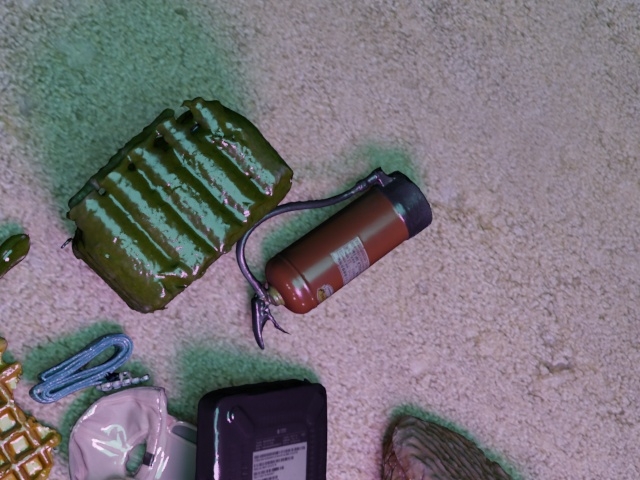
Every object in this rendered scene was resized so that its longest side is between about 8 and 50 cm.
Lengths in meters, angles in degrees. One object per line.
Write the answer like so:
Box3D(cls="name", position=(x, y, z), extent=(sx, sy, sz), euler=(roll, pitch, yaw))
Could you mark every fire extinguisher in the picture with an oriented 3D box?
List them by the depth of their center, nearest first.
Box3D(cls="fire extinguisher", position=(-0.001, 0.002, 1.685), extent=(0.376, 0.113, 0.200), euler=(-37, 93, -13))

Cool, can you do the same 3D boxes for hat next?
Box3D(cls="hat", position=(-0.290, 0.366, 1.621), extent=(0.220, 0.164, 0.226), euler=(-63, 144, -21))

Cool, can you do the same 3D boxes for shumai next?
Box3D(cls="shumai", position=(0.193, 0.488, 1.729), extent=(0.314, 0.267, 0.262), euler=(44, 110, 15))

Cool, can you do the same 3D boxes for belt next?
Box3D(cls="belt", position=(-0.376, 0.222, 1.585), extent=(0.179, 0.065, 0.100), euler=(-27, 94, -28))

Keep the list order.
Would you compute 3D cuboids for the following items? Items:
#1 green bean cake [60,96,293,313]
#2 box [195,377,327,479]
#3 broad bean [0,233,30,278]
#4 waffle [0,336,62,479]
Box3D(cls="green bean cake", position=(-0.232, -0.053, 1.514), extent=(0.335, 0.319, 0.218), euler=(-43, 98, -16))
Box3D(cls="box", position=(-0.090, 0.375, 1.608), extent=(0.290, 0.073, 0.289), euler=(4, 87, -52))
Box3D(cls="broad bean", position=(-0.556, 0.078, 1.552), extent=(0.256, 0.052, 0.053), euler=(-40, 124, -13))
Box3D(cls="waffle", position=(-0.554, 0.312, 1.550), extent=(0.281, 0.058, 0.301), euler=(-7, 92, -17))
